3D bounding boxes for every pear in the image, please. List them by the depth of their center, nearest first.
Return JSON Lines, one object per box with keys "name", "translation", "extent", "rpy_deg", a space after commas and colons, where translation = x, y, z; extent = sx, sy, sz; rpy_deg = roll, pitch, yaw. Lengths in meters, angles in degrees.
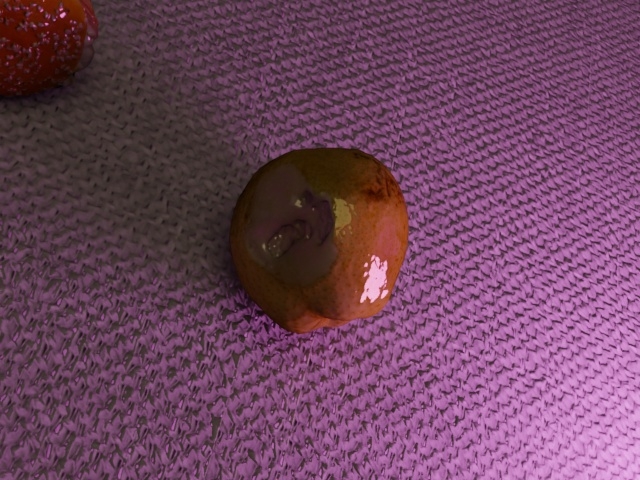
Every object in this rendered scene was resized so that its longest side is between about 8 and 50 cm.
{"name": "pear", "translation": [0.000, 0.000, 1.027], "extent": [0.271, 0.271, 0.271], "rpy_deg": [10, 64, -21]}

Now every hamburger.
{"name": "hamburger", "translation": [-0.425, -0.300, 0.990], "extent": [0.237, 0.237, 0.147], "rpy_deg": [-14, 58, -29]}
